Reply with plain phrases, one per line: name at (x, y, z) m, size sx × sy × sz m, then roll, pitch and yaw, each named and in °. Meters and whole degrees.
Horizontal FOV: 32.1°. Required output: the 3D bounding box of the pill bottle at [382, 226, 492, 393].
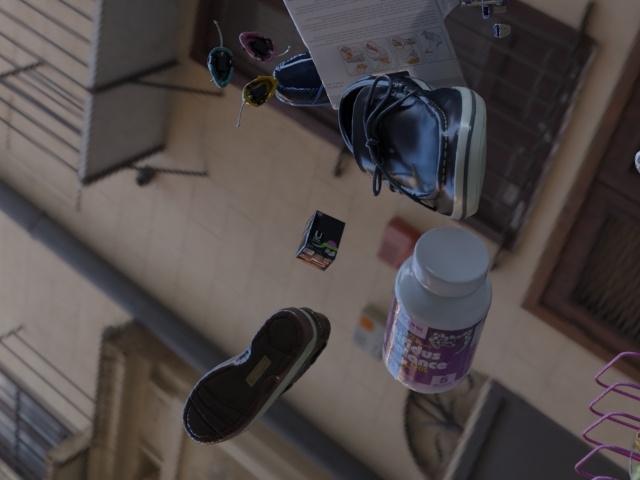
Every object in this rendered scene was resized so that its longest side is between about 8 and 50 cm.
pill bottle at (0.205, 0.120, 1.931) m, size 0.169 × 0.169 × 0.301 m, roll -39°, pitch -28°, yaw -32°

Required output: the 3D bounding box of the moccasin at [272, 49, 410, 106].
moccasin at (0.072, -0.353, 2.101) m, size 0.342 × 0.137 × 0.117 m, roll -17°, pitch -20°, yaw -3°

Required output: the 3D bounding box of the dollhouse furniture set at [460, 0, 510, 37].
dollhouse furniture set at (0.237, -0.368, 1.770) m, size 0.081 × 0.114 × 0.091 m, roll -11°, pitch -74°, yaw -22°

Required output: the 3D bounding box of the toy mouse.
toy mouse at (-0.122, -0.272, 1.689) m, size 0.161 × 0.143 × 0.031 m, roll -45°, pitch 12°, yaw -22°

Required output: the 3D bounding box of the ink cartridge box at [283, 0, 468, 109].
ink cartridge box at (0.095, -0.360, 1.846) m, size 0.066 × 0.296 × 0.261 m, roll -48°, pitch -57°, yaw -38°

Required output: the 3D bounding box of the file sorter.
file sorter at (0.632, 0.400, 2.229) m, size 0.202 × 0.182 × 0.290 m, roll 107°, pitch -177°, yaw -61°

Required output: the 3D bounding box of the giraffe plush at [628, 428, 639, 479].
giraffe plush at (0.436, 0.321, 1.257) m, size 0.210 × 0.170 × 0.181 m, roll -68°, pitch -21°, yaw -51°

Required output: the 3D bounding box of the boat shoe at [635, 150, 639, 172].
boat shoe at (0.626, -0.093, 1.985) m, size 0.066 × 0.063 × 0.184 m, roll -26°, pitch -53°, yaw 28°

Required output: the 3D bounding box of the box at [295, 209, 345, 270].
box at (0.000, 0.000, 1.985) m, size 0.052 × 0.062 × 0.083 m, roll -49°, pitch 19°, yaw 54°

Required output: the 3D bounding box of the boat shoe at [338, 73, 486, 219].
boat shoe at (0.126, -0.146, 1.608) m, size 0.500 × 0.156 × 0.186 m, roll -120°, pitch 32°, yaw -71°

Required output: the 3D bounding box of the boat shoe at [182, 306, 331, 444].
boat shoe at (-0.077, 0.185, 1.482) m, size 0.257 × 0.095 × 0.095 m, roll -42°, pitch -19°, yaw 27°
